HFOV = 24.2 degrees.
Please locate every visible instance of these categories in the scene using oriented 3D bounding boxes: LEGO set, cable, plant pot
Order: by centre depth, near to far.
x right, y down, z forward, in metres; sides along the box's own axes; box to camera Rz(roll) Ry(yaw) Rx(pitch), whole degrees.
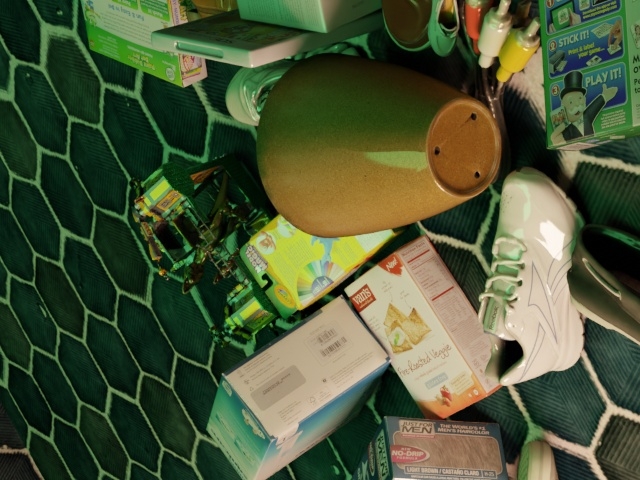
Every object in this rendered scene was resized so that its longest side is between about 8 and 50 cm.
[{"bbox_3d":[0.191,-0.192,1.772,0.139,0.072,0.287,46,144,30],"label":"cable"},{"bbox_3d":[0.089,-0.115,1.804,0.254,0.237,0.237,5,118,54],"label":"plant pot"},{"bbox_3d":[-0.171,0.034,2.246,0.192,0.255,0.331,-40,92,29],"label":"LEGO set"}]

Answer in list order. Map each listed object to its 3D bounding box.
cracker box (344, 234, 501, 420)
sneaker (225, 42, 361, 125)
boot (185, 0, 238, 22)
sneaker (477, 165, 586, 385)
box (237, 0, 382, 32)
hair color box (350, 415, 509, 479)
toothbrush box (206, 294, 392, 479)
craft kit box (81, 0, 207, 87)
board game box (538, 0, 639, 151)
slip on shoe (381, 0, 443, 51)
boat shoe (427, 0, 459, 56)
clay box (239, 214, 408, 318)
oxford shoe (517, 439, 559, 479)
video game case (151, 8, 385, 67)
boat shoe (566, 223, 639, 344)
[{"bbox_3d":[0.148,0.126,2.065,0.232,0.067,0.156,58,146,6],"label":"cracker box"},{"bbox_3d":[-0.059,-0.204,2.054,0.292,0.118,0.110,-4,112,55],"label":"sneaker"},{"bbox_3d":[-0.148,-0.368,2.093,0.152,0.073,0.197,13,136,50],"label":"boot"},{"bbox_3d":[0.253,0.053,1.819,0.111,0.129,0.297,22,129,46],"label":"sneaker"},{"bbox_3d":[-0.011,-0.332,1.881,0.170,0.130,0.091,18,128,46],"label":"box"},{"bbox_3d":[0.131,0.391,2.169,0.347,0.174,0.105,111,159,-49],"label":"hair color box"},{"bbox_3d":[-0.038,0.230,2.200,0.126,0.216,0.295,52,161,14],"label":"toothbrush box"},{"bbox_3d":[-0.283,-0.382,2.274,0.250,0.061,0.246,26,131,41],"label":"craft kit box"},{"bbox_3d":[0.343,-0.221,1.497,0.317,0.046,0.213,-12,78,56],"label":"board game box"},{"bbox_3d":[0.095,-0.370,1.743,0.123,0.101,0.331,30,137,36],"label":"slip on shoe"},{"bbox_3d":[0.148,-0.255,1.764,0.035,0.035,0.100,-102,9,-47],"label":"boat shoe"},{"bbox_3d":[0.000,0.000,2.094,0.222,0.053,0.127,-39,81,27],"label":"clay box"},{"bbox_3d":[0.334,0.477,2.039,0.130,0.169,0.449,-5,107,10],"label":"oxford shoe"},{"bbox_3d":[-0.068,-0.271,1.914,0.206,0.227,0.026,18,121,46],"label":"video game case"},{"bbox_3d":[0.405,0.079,1.656,0.335,0.112,0.095,29,140,43],"label":"boat shoe"}]
